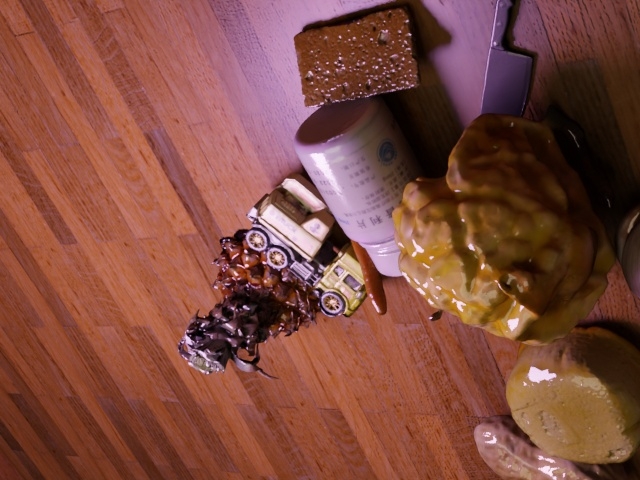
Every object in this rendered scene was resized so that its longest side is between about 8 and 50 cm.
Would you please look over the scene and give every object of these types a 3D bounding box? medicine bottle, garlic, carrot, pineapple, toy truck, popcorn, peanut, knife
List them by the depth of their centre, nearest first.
[{"bbox_3d":[0.520,0.032,1.555,0.160,0.214,0.191,-25,119,20],"label":"garlic"},{"bbox_3d":[0.284,-0.264,1.602,0.072,0.019,0.245,16,138,16],"label":"knife"},{"bbox_3d":[0.291,-0.019,1.622,0.349,0.349,0.382,30,95,8],"label":"popcorn"},{"bbox_3d":[0.090,-0.089,1.772,0.170,0.170,0.293,-6,127,38],"label":"medicine bottle"},{"bbox_3d":[0.078,0.014,1.885,0.043,0.043,0.248,-27,73,46],"label":"carrot"},{"bbox_3d":[0.000,0.000,1.960,0.272,0.124,0.157,41,129,0],"label":"toy truck"},{"bbox_3d":[0.440,0.428,2.041,0.313,0.149,0.149,22,137,25],"label":"peanut"},{"bbox_3d":[-0.162,0.159,2.097,0.262,0.272,0.263,18,135,19],"label":"pineapple"}]

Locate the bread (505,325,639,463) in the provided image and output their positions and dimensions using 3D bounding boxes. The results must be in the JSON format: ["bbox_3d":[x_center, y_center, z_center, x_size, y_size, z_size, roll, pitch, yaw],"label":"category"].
[{"bbox_3d":[0.459,0.270,1.874,0.269,0.148,0.270,21,134,23],"label":"bread"}]

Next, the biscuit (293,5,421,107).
[{"bbox_3d":[0.057,-0.288,1.689,0.230,0.025,0.131,-4,98,38],"label":"biscuit"}]
